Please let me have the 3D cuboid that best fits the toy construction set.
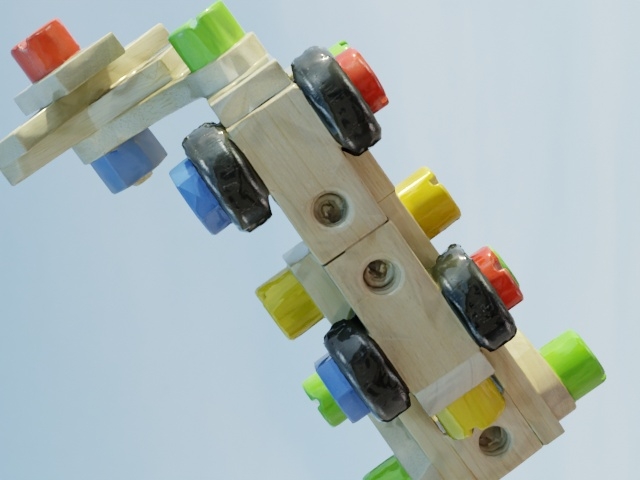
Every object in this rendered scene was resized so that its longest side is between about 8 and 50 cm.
[{"bbox_3d":[0.000,0.000,0.810,0.151,0.327,0.215,-50,10,3],"label":"toy construction set"}]
